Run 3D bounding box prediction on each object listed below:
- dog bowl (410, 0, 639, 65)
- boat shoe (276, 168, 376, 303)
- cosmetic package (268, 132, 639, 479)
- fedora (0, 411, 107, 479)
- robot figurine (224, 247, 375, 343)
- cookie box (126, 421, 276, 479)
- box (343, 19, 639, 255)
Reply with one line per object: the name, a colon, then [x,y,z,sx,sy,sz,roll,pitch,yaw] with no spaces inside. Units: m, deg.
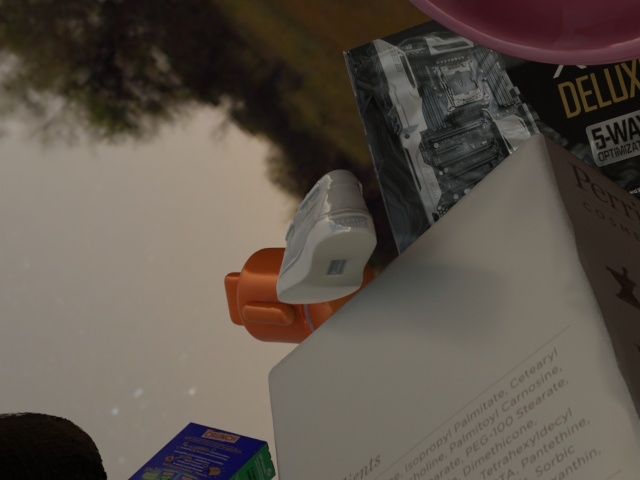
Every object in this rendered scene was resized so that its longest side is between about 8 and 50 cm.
dog bowl: [0.191,-0.310,1.060,0.408,0.408,0.150,42,-136,-15]
boat shoe: [0.000,0.000,1.100,0.184,0.066,0.063,104,161,-69]
cosmetic package: [0.194,0.209,1.041,0.329,0.327,0.394,30,-149,-30]
fedora: [-0.209,0.200,0.854,0.152,0.334,0.334,-13,-140,-31]
robot figurine: [-0.018,0.070,1.805,0.219,0.128,0.158,1,158,35]
cookie box: [-0.108,0.212,1.236,0.092,0.107,0.040,8,123,35]
box: [0.202,-0.120,1.397,0.076,0.307,0.242,10,-116,-72]
